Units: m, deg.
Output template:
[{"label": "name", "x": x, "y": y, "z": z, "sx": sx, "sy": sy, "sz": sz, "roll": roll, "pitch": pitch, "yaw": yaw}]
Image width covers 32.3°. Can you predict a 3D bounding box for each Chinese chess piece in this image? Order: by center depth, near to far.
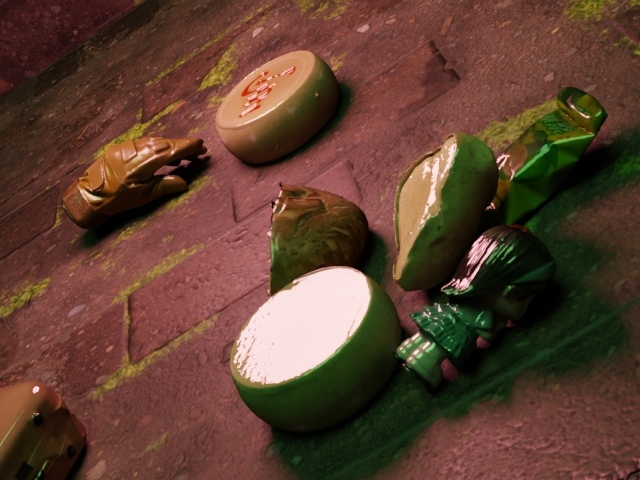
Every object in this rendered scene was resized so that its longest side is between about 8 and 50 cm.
[{"label": "Chinese chess piece", "x": -0.006, "y": 0.150, "z": 1.541, "sx": 0.250, "sy": 0.101, "sz": 0.250, "roll": -27, "pitch": 30, "yaw": 17}, {"label": "Chinese chess piece", "x": -0.088, "y": -0.272, "z": 2.242, "sx": 0.273, "sy": 0.102, "sz": 0.273, "roll": -26, "pitch": 31, "yaw": 17}]

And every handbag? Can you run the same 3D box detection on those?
[{"label": "handbag", "x": -0.541, "y": 0.376, "z": 1.745, "sx": 0.283, "sy": 0.149, "sz": 0.301, "roll": -9, "pitch": 41, "yaw": 35}]

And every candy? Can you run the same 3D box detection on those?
[{"label": "candy", "x": 0.313, "y": -0.111, "z": 1.610, "sx": 0.246, "sy": 0.069, "sz": 0.149, "roll": -45, "pitch": 25, "yaw": 10}]

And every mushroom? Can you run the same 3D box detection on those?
[{"label": "mushroom", "x": 0.000, "y": 0.000, "z": 1.747, "sx": 0.151, "sy": 0.156, "sz": 0.285, "roll": 0, "pitch": 32, "yaw": 7}]

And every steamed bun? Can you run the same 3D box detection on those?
[{"label": "steamed bun", "x": 0.188, "y": -0.048, "z": 1.587, "sx": 0.212, "sy": 0.110, "sz": 0.231, "roll": 123, "pitch": 160, "yaw": -45}]

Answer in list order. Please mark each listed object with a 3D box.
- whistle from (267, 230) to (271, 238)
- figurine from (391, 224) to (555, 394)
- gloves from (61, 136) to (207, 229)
[{"label": "whistle", "x": -0.053, "y": -0.023, "z": 1.922, "sx": 0.083, "sy": 0.029, "sz": 0.033, "roll": -25, "pitch": 46, "yaw": 7}, {"label": "figurine", "x": 0.195, "y": 0.079, "z": 1.431, "sx": 0.245, "sy": 0.110, "sz": 0.138, "roll": -45, "pitch": 26, "yaw": 1}, {"label": "gloves", "x": -0.396, "y": -0.143, "z": 2.343, "sx": 0.331, "sy": 0.141, "sz": 0.154, "roll": -31, "pitch": 28, "yaw": 10}]
